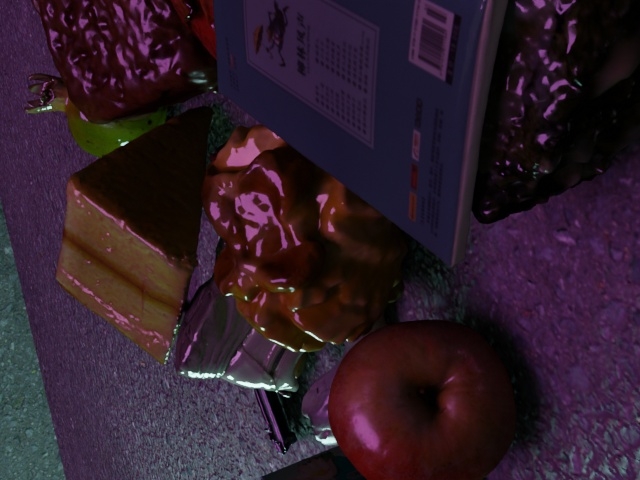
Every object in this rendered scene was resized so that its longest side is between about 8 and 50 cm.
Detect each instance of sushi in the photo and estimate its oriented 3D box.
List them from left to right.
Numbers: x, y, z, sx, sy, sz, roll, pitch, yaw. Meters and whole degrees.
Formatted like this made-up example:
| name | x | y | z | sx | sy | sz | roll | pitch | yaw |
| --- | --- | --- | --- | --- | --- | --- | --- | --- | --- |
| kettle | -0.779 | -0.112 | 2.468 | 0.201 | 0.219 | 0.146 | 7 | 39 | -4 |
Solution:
| name | x | y | z | sx | sy | sz | roll | pitch | yaw |
| --- | --- | --- | --- | --- | --- | --- | --- | --- | --- |
| sushi | 0.160 | -0.193 | 0.769 | 0.294 | 0.178 | 0.351 | 51 | 145 | 32 |

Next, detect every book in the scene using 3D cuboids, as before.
| name | x | y | z | sx | sy | sz | roll | pitch | yaw |
| --- | --- | --- | --- | --- | --- | --- | --- | --- | --- |
| book | 0.007 | -0.173 | 0.818 | 0.379 | 0.031 | 0.264 | 41 | 142 | 37 |

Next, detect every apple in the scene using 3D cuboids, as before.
| name | x | y | z | sx | sy | sz | roll | pitch | yaw |
| --- | --- | --- | --- | --- | --- | --- | --- | --- | --- |
| apple | 0.115 | 0.185 | 1.018 | 0.164 | 0.210 | 0.209 | 105 | 142 | -72 |

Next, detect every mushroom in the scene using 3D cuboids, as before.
| name | x | y | z | sx | sy | sz | roll | pitch | yaw |
| --- | --- | --- | --- | --- | --- | --- | --- | --- | --- |
| mushroom | 0.044 | 0.180 | 1.250 | 0.096 | 0.099 | 0.278 | 38 | 133 | 25 |

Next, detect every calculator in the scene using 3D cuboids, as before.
| name | x | y | z | sx | sy | sz | roll | pitch | yaw |
| --- | --- | --- | --- | --- | --- | --- | --- | --- | --- |
| calculator | -0.100 | 0.213 | 1.505 | 0.166 | 0.028 | 0.274 | 45 | -155 | -85 |

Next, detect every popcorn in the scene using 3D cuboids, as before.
| name | x | y | z | sx | sy | sz | roll | pitch | yaw |
| --- | --- | --- | --- | --- | --- | --- | --- | --- | --- |
| popcorn | 0.000 | 0.000 | 1.058 | 0.332 | 0.225 | 0.264 | 45 | -135 | -64 |

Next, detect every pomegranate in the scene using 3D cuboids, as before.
| name | x | y | z | sx | sy | sz | roll | pitch | yaw |
| --- | --- | --- | --- | --- | --- | --- | --- | --- | --- |
| pomegranate | -0.394 | -0.234 | 1.632 | 0.198 | 0.246 | 0.198 | 161 | 90 | -82 |

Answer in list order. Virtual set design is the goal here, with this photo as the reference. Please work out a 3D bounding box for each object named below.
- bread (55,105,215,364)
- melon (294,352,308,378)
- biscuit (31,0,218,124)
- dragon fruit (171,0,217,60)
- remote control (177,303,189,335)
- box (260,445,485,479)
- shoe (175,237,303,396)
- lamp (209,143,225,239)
| name | x | y | z | sx | sy | sz | roll | pitch | yaw |
| --- | --- | --- | --- | --- | --- | --- | --- | --- | --- |
| bread | -0.213 | -0.042 | 1.422 | 0.245 | 0.361 | 0.233 | 33 | 134 | 12 |
| melon | -0.071 | 0.141 | 1.439 | 0.160 | 0.079 | 0.128 | 64 | 180 | -28 |
| biscuit | -0.293 | -0.384 | 1.374 | 0.343 | 0.166 | 0.394 | -11 | 101 | 48 |
| dragon fruit | -0.011 | -0.255 | 1.063 | 0.330 | 0.302 | 0.240 | 43 | 109 | 18 |
| remote control | -0.293 | 0.153 | 1.854 | 0.222 | 0.042 | 0.072 | 14 | 116 | 58 |
| box | 0.063 | 0.328 | 1.129 | 0.153 | 0.245 | 0.092 | 36 | 133 | 46 |
| shoe | -0.048 | 0.062 | 1.277 | 0.342 | 0.211 | 0.132 | -64 | 21 | 6 |
| lamp | -0.106 | -0.021 | 1.371 | 0.118 | 0.118 | 0.253 | 14 | 112 | 57 |
